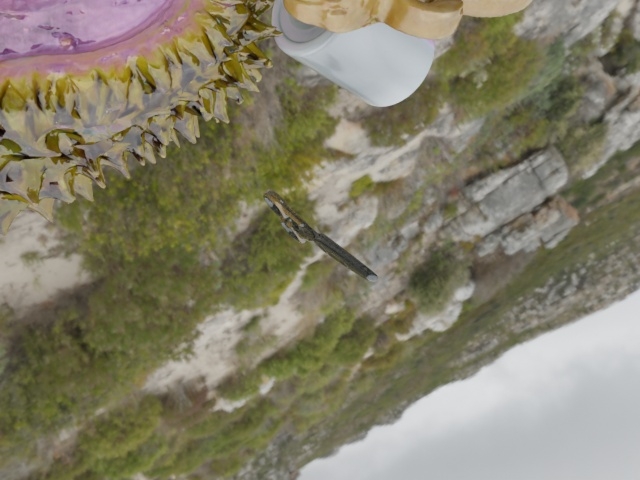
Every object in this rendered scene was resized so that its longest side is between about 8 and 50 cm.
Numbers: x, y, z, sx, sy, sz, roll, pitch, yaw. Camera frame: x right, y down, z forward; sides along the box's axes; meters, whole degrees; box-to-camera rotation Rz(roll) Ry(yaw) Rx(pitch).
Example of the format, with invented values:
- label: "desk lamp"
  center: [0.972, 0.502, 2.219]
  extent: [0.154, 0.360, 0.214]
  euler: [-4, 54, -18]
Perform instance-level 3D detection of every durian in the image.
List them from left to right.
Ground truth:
- label: "durian"
  center: [-0.183, -0.082, 0.444]
  extent: [0.341, 0.112, 0.191]
  euler: [-15, 141, -14]

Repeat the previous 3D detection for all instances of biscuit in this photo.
- label: "biscuit"
  center: [0.052, -0.160, 0.376]
  extent: [0.183, 0.134, 0.027]
  euler: [-4, 136, -15]

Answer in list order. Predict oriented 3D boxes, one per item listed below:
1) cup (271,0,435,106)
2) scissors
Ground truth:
- label: "cup"
  center: [0.037, -0.209, 0.600]
  extent: [0.099, 0.136, 0.133]
  euler: [13, 178, 42]
- label: "scissors"
  center: [0.000, 0.000, 0.763]
  extent: [0.017, 0.220, 0.088]
  euler: [-40, 127, -11]
